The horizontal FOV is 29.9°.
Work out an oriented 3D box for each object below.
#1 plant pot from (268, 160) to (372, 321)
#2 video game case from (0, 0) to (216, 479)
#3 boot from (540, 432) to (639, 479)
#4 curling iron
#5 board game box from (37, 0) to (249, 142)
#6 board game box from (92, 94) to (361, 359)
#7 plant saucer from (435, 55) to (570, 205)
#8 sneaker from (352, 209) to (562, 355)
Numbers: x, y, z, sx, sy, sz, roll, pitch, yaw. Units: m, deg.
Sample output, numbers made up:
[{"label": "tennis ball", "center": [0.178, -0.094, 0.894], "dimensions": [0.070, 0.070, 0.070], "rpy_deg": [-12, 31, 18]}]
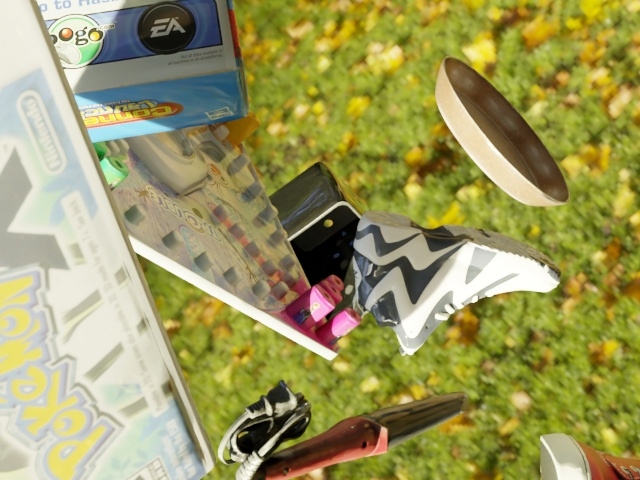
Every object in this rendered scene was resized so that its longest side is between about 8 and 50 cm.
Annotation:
[{"label": "plant pot", "center": [0.000, 0.000, 1.730], "dimensions": [0.187, 0.188, 0.167], "rpy_deg": [-36, 37, 16]}, {"label": "video game case", "center": [-0.215, 0.077, 0.553], "dimensions": [0.300, 0.329, 0.036], "rpy_deg": [-32, 43, -20]}, {"label": "boot", "center": [0.271, 0.208, 0.995], "dimensions": [0.176, 0.244, 0.088], "rpy_deg": [-1, 78, 11]}, {"label": "curling iron", "center": [0.032, 0.127, 0.825], "dimensions": [0.035, 0.274, 0.068], "rpy_deg": [42, 112, 31]}, {"label": "board game box", "center": [-0.218, -0.208, 0.767], "dimensions": [0.086, 0.308, 0.302], "rpy_deg": [88, 173, -75]}, {"label": "board game box", "center": [-0.147, -0.104, 1.116], "dimensions": [0.050, 0.390, 0.390], "rpy_deg": [-40, 46, 15]}, {"label": "plant saucer", "center": [0.156, -0.091, 1.062], "dimensions": [0.029, 0.168, 0.168], "rpy_deg": [-42, 25, 22]}, {"label": "sneaker", "center": [0.143, 0.064, 1.356], "dimensions": [0.094, 0.235, 0.153], "rpy_deg": [-112, 33, -71]}]
